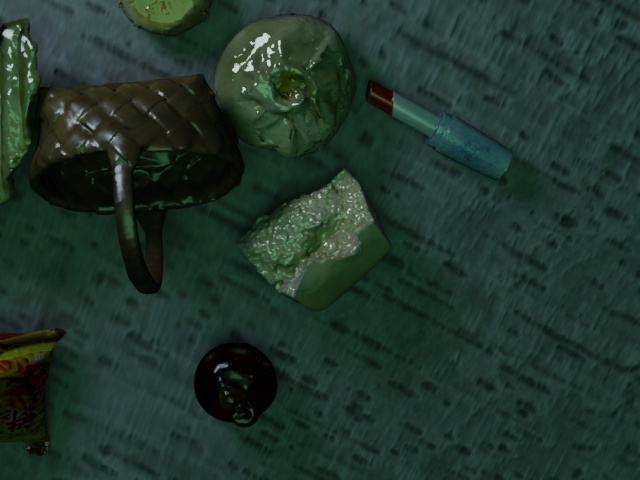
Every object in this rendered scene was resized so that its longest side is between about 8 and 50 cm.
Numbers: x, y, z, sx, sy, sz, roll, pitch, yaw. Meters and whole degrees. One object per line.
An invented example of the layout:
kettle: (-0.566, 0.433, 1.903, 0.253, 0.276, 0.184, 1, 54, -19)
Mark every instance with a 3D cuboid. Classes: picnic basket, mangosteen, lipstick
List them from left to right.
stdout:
picnic basket: (-0.286, -0.070, 1.787, 0.337, 0.293, 0.337, 0, 72, 1)
mangosteen: (-0.148, 0.255, 1.993, 0.153, 0.152, 0.152, -1, 107, -3)
lipstick: (0.193, -0.190, 1.917, 0.274, 0.061, 0.068, 27, 106, -11)

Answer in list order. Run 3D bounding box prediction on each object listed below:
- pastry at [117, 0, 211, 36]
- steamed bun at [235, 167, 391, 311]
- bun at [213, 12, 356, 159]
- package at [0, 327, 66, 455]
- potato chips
pastry: (-0.249, -0.402, 1.817, 0.166, 0.088, 0.165, -1, 107, -4)
steamed bun: (0.000, 0.000, 1.911, 0.225, 0.170, 0.200, -43, 100, 8)
bun: (-0.055, -0.247, 1.845, 0.239, 0.141, 0.239, -2, 106, -6)
package: (-0.564, 0.258, 1.983, 0.223, 0.108, 0.288, 5, 116, -28)
potato chips: (-0.593, -0.200, 1.823, 0.373, 0.097, 0.389, 26, 110, 24)
